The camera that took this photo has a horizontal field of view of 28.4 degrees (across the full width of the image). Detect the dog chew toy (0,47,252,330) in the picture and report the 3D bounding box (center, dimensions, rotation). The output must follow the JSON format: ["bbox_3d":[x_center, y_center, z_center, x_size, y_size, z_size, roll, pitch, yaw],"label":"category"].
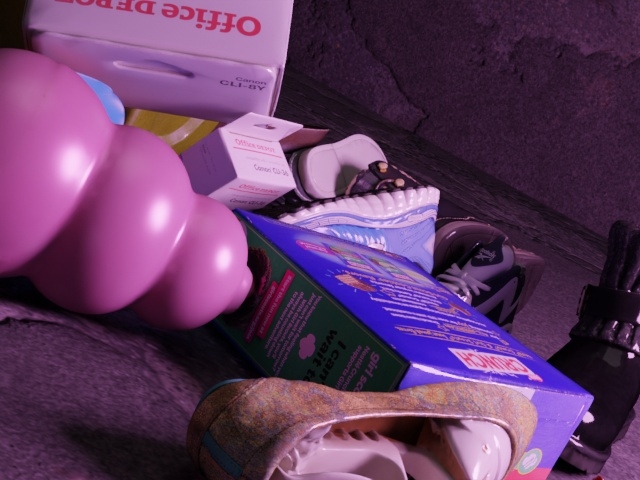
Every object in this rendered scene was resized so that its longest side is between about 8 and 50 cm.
[{"bbox_3d":[-0.212,-0.028,1.140,0.331,0.207,0.206,31,11,-16],"label":"dog chew toy"}]

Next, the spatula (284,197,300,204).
[{"bbox_3d":[0.000,0.000,1.772,0.084,0.030,0.296,16,16,-26],"label":"spatula"}]

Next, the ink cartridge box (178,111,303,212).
[{"bbox_3d":[-0.113,-0.067,1.454,0.115,0.198,0.067,5,59,-56],"label":"ink cartridge box"}]

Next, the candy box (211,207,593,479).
[{"bbox_3d":[0.064,0.107,1.258,0.268,0.122,0.317,16,15,-40],"label":"candy box"}]

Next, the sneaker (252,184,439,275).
[{"bbox_3d":[0.012,0.023,1.465,0.330,0.147,0.129,-9,3,-33],"label":"sneaker"}]

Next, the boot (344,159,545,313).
[{"bbox_3d":[0.152,-0.011,1.859,0.284,0.138,0.377,33,11,28],"label":"boot"}]

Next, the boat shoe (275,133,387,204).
[{"bbox_3d":[0.019,-0.103,2.038,0.099,0.116,0.319,-16,-4,27],"label":"boat shoe"}]

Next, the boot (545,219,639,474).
[{"bbox_3d":[0.333,0.108,1.445,0.131,0.260,0.348,29,13,17],"label":"boot"}]

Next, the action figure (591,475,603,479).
[{"bbox_3d":[0.203,0.237,0.985,0.280,0.139,0.091,19,15,-34],"label":"action figure"}]

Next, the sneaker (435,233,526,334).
[{"bbox_3d":[0.178,0.054,1.616,0.235,0.153,0.094,16,15,-35],"label":"sneaker"}]

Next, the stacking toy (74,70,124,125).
[{"bbox_3d":[-0.366,-0.125,1.388,0.175,0.166,0.302,17,0,-42],"label":"stacking toy"}]

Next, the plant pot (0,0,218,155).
[{"bbox_3d":[-0.302,-0.283,1.732,0.353,0.366,0.366,42,17,17],"label":"plant pot"}]

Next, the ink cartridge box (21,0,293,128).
[{"bbox_3d":[-0.164,-0.343,1.430,0.279,0.385,0.160,8,-22,-5],"label":"ink cartridge box"}]

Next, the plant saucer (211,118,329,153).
[{"bbox_3d":[-0.142,-0.178,2.022,0.310,0.050,0.310,7,7,-1],"label":"plant saucer"}]

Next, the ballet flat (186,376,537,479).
[{"bbox_3d":[0.060,0.176,0.999,0.348,0.123,0.123,9,20,-35],"label":"ballet flat"}]
